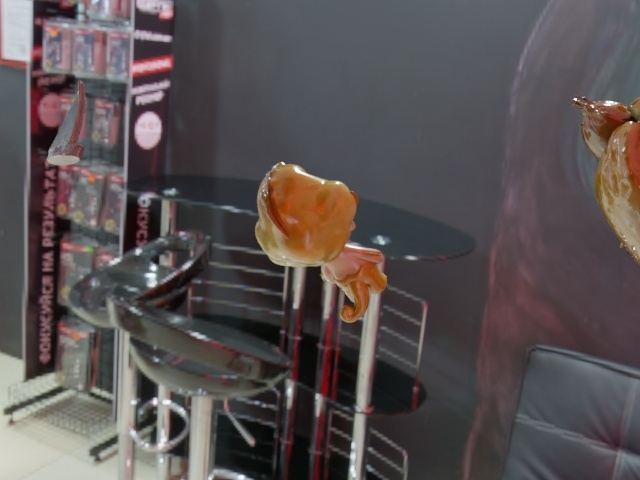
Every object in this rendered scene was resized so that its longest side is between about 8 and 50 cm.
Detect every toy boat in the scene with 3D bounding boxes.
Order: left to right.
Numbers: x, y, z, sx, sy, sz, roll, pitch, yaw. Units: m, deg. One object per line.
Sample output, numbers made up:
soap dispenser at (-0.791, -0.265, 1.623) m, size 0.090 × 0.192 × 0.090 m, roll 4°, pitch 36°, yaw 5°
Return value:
toy boat at (-0.377, -0.176, 1.156) m, size 0.096 × 0.122 × 0.034 m, roll -5°, pitch -19°, yaw 42°

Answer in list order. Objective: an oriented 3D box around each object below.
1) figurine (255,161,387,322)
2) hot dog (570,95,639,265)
figurine at (0.000, 0.000, 1.017) m, size 0.156 × 0.246 × 0.131 m, roll -29°, pitch 36°, yaw 24°
hot dog at (0.230, 0.018, 0.393) m, size 0.269 × 0.109 × 0.072 m, roll 44°, pitch -9°, yaw -8°
